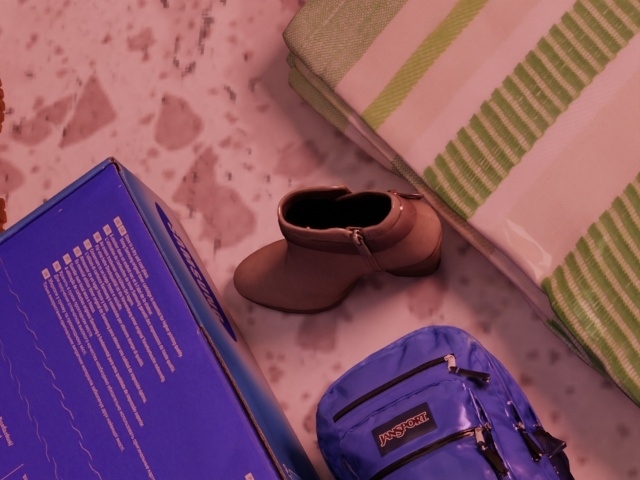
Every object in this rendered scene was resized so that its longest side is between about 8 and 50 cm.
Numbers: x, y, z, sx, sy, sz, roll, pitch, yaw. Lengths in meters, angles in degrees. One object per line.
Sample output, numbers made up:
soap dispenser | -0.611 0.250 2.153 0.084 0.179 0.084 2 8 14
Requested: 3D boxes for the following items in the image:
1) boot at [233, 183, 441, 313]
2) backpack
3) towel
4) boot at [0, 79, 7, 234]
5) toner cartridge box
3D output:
boot | 0.000 0.000 0.851 0.118 0.087 0.042 -10 69 19
backpack | 0.055 0.096 0.787 0.098 0.101 0.120 -26 59 4
towel | 0.152 -0.079 0.837 0.248 0.038 0.325 -48 59 7
boot | -0.214 -0.049 0.977 0.084 0.059 0.158 -12 67 23
toner cartridge box | -0.077 0.144 0.824 0.165 0.075 0.348 -34 58 6
